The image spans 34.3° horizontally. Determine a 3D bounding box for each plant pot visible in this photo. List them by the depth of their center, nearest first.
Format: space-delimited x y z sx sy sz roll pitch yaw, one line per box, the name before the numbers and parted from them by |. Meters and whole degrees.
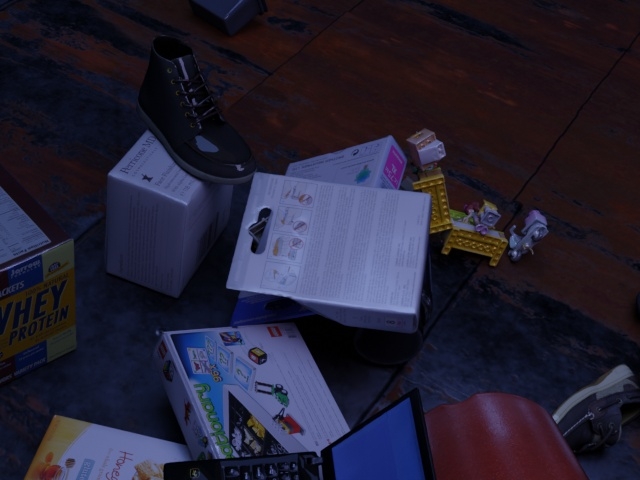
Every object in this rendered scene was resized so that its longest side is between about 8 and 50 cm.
plant pot | 0.194 0.321 1.092 0.272 0.272 0.265 1 35 -11

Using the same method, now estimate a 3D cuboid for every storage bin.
storage bin | -0.181 -0.448 1.961 0.135 0.098 0.091 36 75 24

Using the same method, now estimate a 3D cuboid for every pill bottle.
pill bottle | 0.093 0.059 1.436 0.122 0.123 0.219 8 42 -3

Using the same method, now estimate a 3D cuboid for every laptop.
laptop | -0.022 0.285 1.010 0.264 0.137 0.234 -3 51 -6

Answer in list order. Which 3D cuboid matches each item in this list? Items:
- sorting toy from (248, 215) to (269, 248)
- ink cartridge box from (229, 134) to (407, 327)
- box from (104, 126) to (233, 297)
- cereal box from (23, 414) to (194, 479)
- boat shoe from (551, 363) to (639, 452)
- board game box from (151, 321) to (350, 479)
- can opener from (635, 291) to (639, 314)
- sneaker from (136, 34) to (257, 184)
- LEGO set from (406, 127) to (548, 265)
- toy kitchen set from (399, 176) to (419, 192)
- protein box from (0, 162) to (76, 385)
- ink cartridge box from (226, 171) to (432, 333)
sorting toy | -0.065 0.000 1.530 0.075 0.045 0.083 40 47 17
ink cartridge box | 0.000 0.000 1.430 0.185 0.065 0.311 -13 41 35
box | -0.208 -0.054 1.449 0.119 0.182 0.181 19 42 8
cereal box | -0.213 0.297 1.165 0.240 0.047 0.173 12 39 1
boat shoe | 0.357 0.231 1.338 0.073 0.080 0.223 38 42 28
board game box | -0.057 0.231 1.216 0.193 0.053 0.305 -1 47 -35
can opener | 0.478 0.137 1.460 0.095 0.076 0.283 -6 21 31
sneaker | -0.164 -0.170 1.361 0.222 0.118 0.083 39 47 25
LEGO set | 0.202 -0.065 1.562 0.287 0.132 0.107 35 23 -26
toy kitchen set | 0.113 -0.052 1.600 0.075 0.068 0.083 -22 52 -32
protein box | -0.416 0.037 1.292 0.136 0.200 0.201 -27 54 -34
ink cartridge box | 0.017 0.012 1.301 0.232 0.066 0.189 5 54 9
